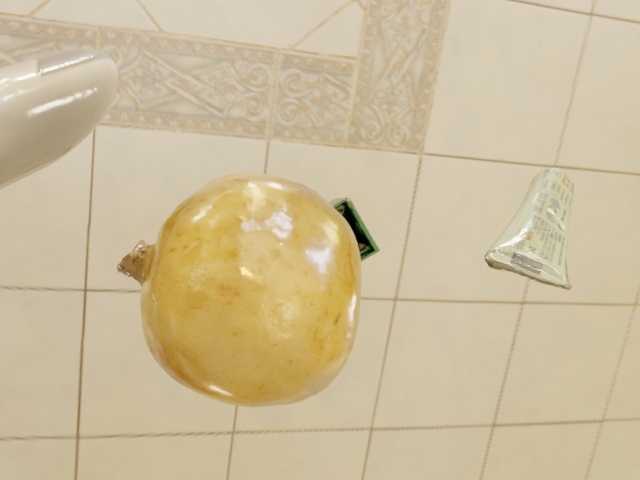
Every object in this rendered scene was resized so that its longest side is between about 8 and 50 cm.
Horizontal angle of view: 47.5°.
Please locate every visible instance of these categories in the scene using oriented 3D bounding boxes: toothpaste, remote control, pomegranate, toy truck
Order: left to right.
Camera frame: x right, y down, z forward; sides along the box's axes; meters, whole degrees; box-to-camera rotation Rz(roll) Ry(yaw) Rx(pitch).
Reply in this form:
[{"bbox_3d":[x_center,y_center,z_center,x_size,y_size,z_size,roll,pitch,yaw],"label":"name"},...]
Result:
[{"bbox_3d":[-0.346,-0.120,0.796,0.221,0.332,0.103,-32,99,29],"label":"remote control"},{"bbox_3d":[-0.063,0.037,0.574,0.196,0.196,0.196,-5,110,-15],"label":"pomegranate"},{"bbox_3d":[0.000,0.000,0.728,0.079,0.147,0.065,-31,95,-4],"label":"toy truck"},{"bbox_3d":[0.227,-0.021,0.739,0.069,0.268,0.047,47,121,-2],"label":"toothpaste"}]
